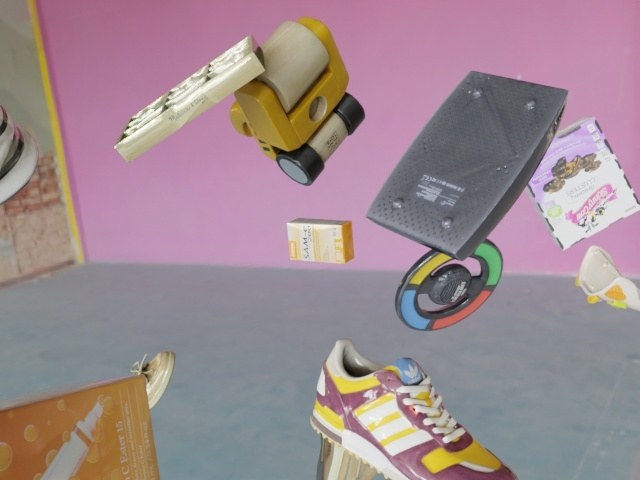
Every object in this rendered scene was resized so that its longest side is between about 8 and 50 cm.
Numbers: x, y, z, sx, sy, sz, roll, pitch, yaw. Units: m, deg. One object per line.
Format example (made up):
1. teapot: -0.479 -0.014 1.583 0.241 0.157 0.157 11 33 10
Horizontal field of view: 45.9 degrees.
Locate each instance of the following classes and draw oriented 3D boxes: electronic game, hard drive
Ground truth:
1. electronic game: 0.244 0.084 1.425 0.229 0.229 0.048 -11 42 -22
2. hard drive: 0.189 -0.097 0.964 0.172 0.054 0.254 25 75 44

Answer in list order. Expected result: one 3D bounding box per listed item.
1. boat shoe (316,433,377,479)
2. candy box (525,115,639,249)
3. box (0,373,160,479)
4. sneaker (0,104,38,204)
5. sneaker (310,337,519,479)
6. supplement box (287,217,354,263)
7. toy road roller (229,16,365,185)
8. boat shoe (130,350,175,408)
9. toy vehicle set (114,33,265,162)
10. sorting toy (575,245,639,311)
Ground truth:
1. boat shoe: 0.035 0.264 0.869 0.072 0.190 0.068 7 -7 -7
2. candy box: 0.474 -0.107 1.412 0.165 0.196 0.070 -30 8 9
3. box: -0.393 0.318 1.011 0.168 0.215 0.345 -12 -4 28
4. sneaker: -0.619 -0.060 1.018 0.447 0.169 0.257 -45 -17 -13
5. sneaker: 0.073 0.140 0.592 0.185 0.084 0.069 19 12 32
6. supplement box: 0.000 0.000 1.173 0.098 0.062 0.036 3 16 30
7. toy road roller: -0.083 -0.284 1.507 0.241 0.329 0.202 26 69 32
8. boat shoe: -0.465 0.384 1.908 0.089 0.285 0.104 31 17 -23
9. toy vehicle set: -0.211 -0.237 1.242 0.267 0.035 0.166 -33 24 8
10. sorting toy: 0.314 0.052 0.786 0.075 0.045 0.083 26 20 -9
